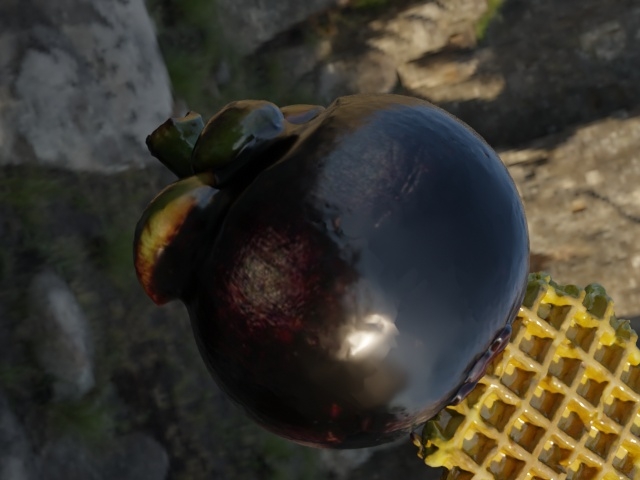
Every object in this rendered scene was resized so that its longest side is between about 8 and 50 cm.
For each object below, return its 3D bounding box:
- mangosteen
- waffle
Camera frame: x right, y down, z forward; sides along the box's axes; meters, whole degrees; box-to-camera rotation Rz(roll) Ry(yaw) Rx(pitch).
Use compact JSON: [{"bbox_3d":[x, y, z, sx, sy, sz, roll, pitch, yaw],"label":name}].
[{"bbox_3d":[0.000,0.000,0.904,0.302,0.275,0.275,35,1,13],"label":"mangosteen"},{"bbox_3d":[0.246,0.189,1.388,0.062,0.329,0.329,176,-104,-72],"label":"waffle"}]
